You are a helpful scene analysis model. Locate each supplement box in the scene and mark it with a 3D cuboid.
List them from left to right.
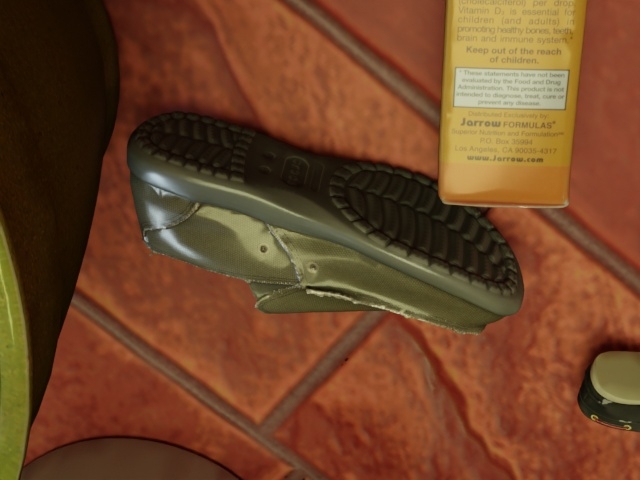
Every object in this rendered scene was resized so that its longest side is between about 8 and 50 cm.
[{"bbox_3d":[0.106,-0.139,0.599,0.080,0.078,0.234,1,113,6],"label":"supplement box"}]

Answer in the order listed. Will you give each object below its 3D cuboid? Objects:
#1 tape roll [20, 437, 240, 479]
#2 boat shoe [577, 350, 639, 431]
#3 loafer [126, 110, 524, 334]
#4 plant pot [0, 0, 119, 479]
[{"bbox_3d":[-0.144,0.282,0.756,0.246,0.169,0.246,3,114,6],"label":"tape roll"},{"bbox_3d":[0.231,0.101,0.705,0.133,0.049,0.042,8,141,-4],"label":"boat shoe"},{"bbox_3d":[0.000,0.000,0.672,0.251,0.094,0.087,21,125,3],"label":"loafer"},{"bbox_3d":[-0.257,-0.047,0.530,0.366,0.353,0.367,3,114,6],"label":"plant pot"}]
